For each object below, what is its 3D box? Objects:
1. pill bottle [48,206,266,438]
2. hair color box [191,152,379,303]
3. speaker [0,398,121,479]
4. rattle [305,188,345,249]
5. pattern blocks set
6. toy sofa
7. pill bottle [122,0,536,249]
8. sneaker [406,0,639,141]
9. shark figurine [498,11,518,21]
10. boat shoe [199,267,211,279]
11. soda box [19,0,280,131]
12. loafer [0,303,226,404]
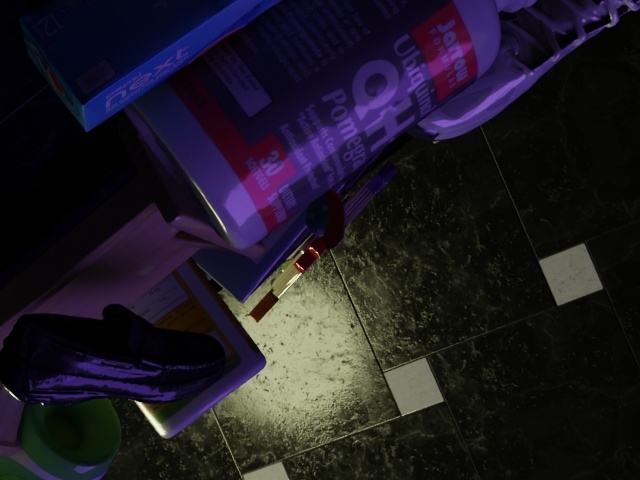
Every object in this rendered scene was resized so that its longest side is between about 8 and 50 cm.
[{"bbox_3d":[-0.179,0.071,1.455,0.136,0.245,0.136,-36,177,-2],"label":"pill bottle"},{"bbox_3d":[-0.040,-0.062,1.706,0.185,0.113,0.374,-49,180,14],"label":"hair color box"},{"bbox_3d":[-0.335,0.263,1.485,0.296,0.131,0.131,-43,174,34],"label":"speaker"},{"bbox_3d":[0.007,-0.113,1.245,0.143,0.199,0.130,-36,177,-25],"label":"rattle"},{"bbox_3d":[0.000,0.000,1.816,0.285,0.026,0.325,-47,179,-38],"label":"pattern blocks set"},{"bbox_3d":[-0.249,0.029,1.296,0.362,0.177,0.150,-38,152,17],"label":"toy sofa"},{"bbox_3d":[0.016,-0.152,1.000,0.318,0.176,0.176,-37,177,-7],"label":"pill bottle"},{"bbox_3d":[0.272,-0.282,1.541,0.447,0.169,0.257,-40,-169,-15],"label":"sneaker"},{"bbox_3d":[0.173,-0.282,1.456,0.166,0.116,0.278,-37,179,-32],"label":"shark figurine"},{"bbox_3d":[-0.142,-0.009,1.971,0.305,0.109,0.091,-34,-178,9],"label":"boat shoe"},{"bbox_3d":[-0.079,-0.158,0.864,0.210,0.067,0.071,-36,177,-12],"label":"soda box"},{"bbox_3d":[-0.170,0.095,1.206,0.223,0.076,0.078,2,117,-41],"label":"loafer"}]
